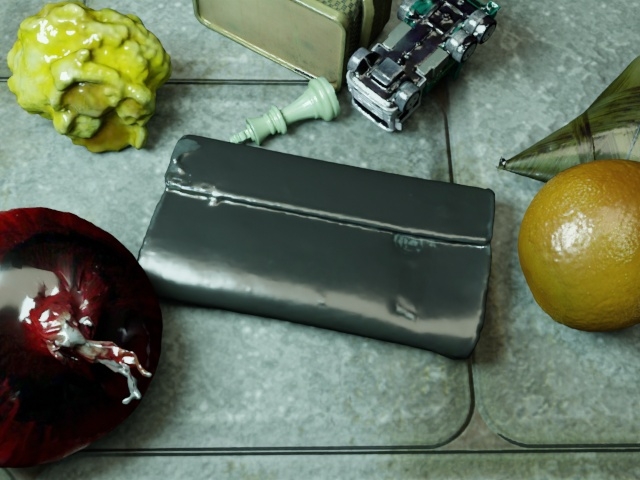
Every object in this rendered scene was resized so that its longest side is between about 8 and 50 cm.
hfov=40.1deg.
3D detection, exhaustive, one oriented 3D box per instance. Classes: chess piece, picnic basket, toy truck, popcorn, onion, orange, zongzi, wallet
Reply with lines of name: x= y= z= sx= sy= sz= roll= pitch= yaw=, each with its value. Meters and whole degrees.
chess piece: x=-0.050 y=-0.158 z=1.139 sx=0.149 sy=0.059 sz=0.059 roll=-27 pitch=68 yaw=-10
picnic basket: x=-0.037 y=-0.335 z=1.162 sx=0.266 sy=0.165 sz=0.139 roll=29 pitch=68 yaw=12
toy truck: x=0.133 y=-0.239 z=1.156 sx=0.110 sy=0.116 sz=0.216 roll=40 pitch=76 yaw=17
popcorn: x=-0.287 y=-0.201 z=1.081 sx=0.197 sy=0.197 sz=0.156 roll=7 pitch=66 yaw=1
onion: x=-0.281 y=0.093 z=0.887 sx=0.273 sy=0.285 sz=0.273 roll=5 pitch=82 yaw=-33
orange: x=0.326 y=0.003 z=1.000 sx=0.206 sy=0.206 sz=0.206 roll=1 pitch=64 yaw=-2
zongzi: x=0.354 y=-0.158 z=1.125 sx=0.242 sy=0.112 sz=0.221 roll=10 pitch=66 yaw=3
wallet: x=0.000 y=0.000 z=1.057 sx=0.406 sy=0.062 sz=0.228 roll=11 pitch=64 yaw=3
